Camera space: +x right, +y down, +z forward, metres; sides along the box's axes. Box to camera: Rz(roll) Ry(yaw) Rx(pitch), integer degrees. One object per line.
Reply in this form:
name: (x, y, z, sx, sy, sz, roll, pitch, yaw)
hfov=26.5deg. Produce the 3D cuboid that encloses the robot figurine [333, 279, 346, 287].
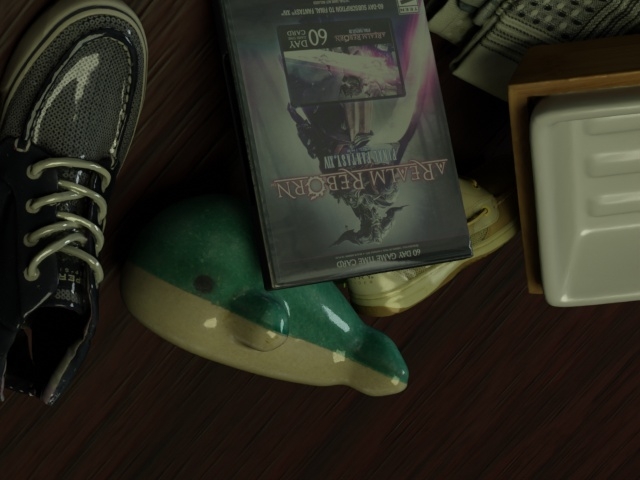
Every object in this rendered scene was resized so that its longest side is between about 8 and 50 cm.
robot figurine: (0.000, 0.000, 1.319, 0.115, 0.067, 0.101, 41, 67, -42)

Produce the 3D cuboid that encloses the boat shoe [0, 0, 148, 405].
boat shoe: (-0.209, -0.024, 1.118, 0.127, 0.158, 0.340, 7, 117, -34)

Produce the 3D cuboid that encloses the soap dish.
soap dish: (0.297, -0.069, 1.271, 0.229, 0.118, 0.291, -6, 139, 8)

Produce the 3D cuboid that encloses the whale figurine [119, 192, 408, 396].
whale figurine: (-0.040, 0.049, 1.224, 0.272, 0.216, 0.141, 22, 90, -2)

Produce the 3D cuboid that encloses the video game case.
video game case: (0.019, -0.105, 1.173, 0.196, 0.026, 0.274, -8, 84, -25)

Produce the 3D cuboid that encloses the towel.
towel: (0.296, -0.210, 1.230, 0.324, 0.056, 0.312, 27, 134, -23)

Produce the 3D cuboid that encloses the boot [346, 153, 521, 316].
boot: (0.100, -0.074, 1.306, 0.262, 0.095, 0.203, -35, 117, -32)
